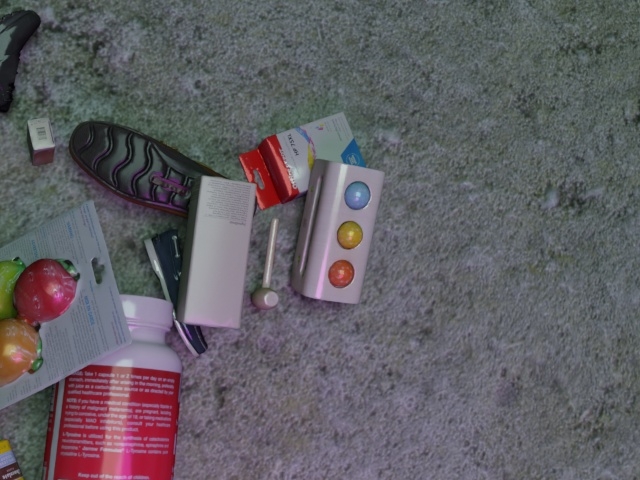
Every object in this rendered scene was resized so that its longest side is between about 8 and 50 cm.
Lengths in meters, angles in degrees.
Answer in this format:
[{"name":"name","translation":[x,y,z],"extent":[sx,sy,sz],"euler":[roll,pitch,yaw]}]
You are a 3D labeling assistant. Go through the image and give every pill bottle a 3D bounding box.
[{"name":"pill bottle","translation":[-0.368,0.308,1.636],"extent":[0.229,0.229,0.407],"euler":[7,78,-16]}]

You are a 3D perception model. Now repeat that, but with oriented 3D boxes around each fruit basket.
[{"name":"fruit basket","translation":[-0.511,0.131,1.592],"extent":[0.353,0.165,0.327],"euler":[-25,56,-1]}]

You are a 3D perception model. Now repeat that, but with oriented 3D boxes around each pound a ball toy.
[{"name":"pound a ball toy","translation":[0.000,0.000,1.818],"extent":[0.208,0.136,0.319],"euler":[10,95,-25]}]

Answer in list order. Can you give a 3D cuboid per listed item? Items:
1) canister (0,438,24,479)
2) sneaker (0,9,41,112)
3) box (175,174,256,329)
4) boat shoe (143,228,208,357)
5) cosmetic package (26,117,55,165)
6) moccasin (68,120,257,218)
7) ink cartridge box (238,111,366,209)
[{"name":"canister","translation":[-0.572,0.447,1.605],"extent":[0.073,0.126,0.170],"euler":[-26,84,24]},{"name":"sneaker","translation":[-0.626,-0.318,1.751],"extent":[0.130,0.109,0.286],"euler":[42,80,-13]},{"name":"box","translation":[-0.195,0.022,1.703],"extent":[0.113,0.094,0.275],"euler":[9,86,-20]},{"name":"boat shoe","translation":[-0.266,0.101,1.783],"extent":[0.079,0.095,0.254],"euler":[-22,78,-9]},{"name":"cosmetic package","translation":[-0.532,-0.187,1.738],"extent":[0.041,0.115,0.060],"euler":[-12,85,-20]},{"name":"moccasin","translation":[-0.307,-0.128,1.797],"extent":[0.380,0.147,0.139],"euler":[17,89,-18]},{"name":"ink cartridge box","translation":[-0.038,-0.166,1.910],"extent":[0.231,0.078,0.134],"euler":[-22,87,-19]}]
